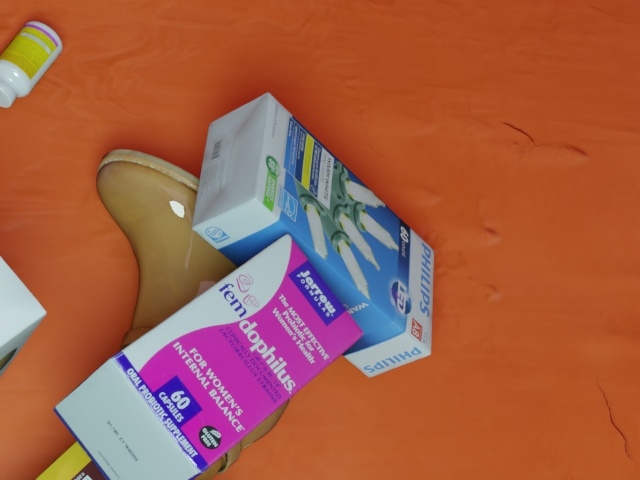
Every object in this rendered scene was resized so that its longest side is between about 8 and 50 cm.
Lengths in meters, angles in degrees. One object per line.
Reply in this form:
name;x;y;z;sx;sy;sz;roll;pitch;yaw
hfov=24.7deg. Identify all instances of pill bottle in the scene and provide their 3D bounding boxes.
pill bottle;-0.282;-0.165;1.378;0.043;0.043;0.083;35;59;-7

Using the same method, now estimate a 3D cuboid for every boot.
boot;-0.145;0.075;1.308;0.283;0.109;0.220;51;52;-13

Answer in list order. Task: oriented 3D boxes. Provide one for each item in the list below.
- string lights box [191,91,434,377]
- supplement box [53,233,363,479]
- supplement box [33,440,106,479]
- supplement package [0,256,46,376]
string lights box;0.000;0.000;1.344;0.259;0.076;0.133;41;38;-35
supplement box;-0.086;0.104;1.182;0.111;0.114;0.220;52;45;1
supplement box;-0.181;0.279;1.194;0.194;0.129;0.191;47;58;-1
supplement package;-0.330;0.080;1.140;0.139;0.244;0.134;-39;88;-31
